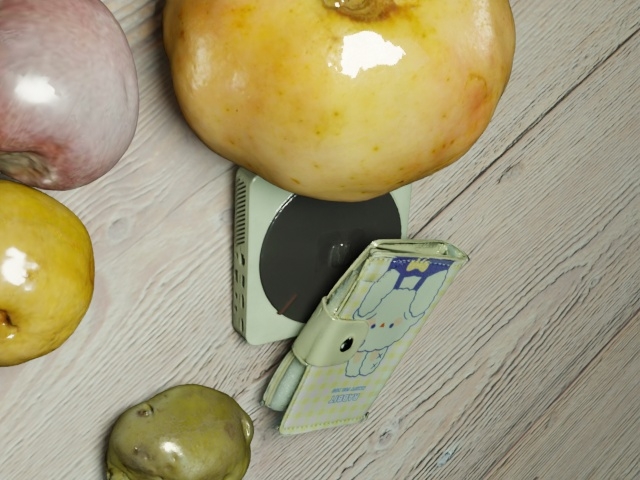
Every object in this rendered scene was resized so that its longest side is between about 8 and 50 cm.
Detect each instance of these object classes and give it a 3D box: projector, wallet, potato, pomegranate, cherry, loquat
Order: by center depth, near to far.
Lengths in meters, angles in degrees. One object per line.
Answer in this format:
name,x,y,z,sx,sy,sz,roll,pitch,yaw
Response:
cherry,-0.294,-0.179,0.988,0.239,0.206,0.240,1,89,-34
loquat,-0.349,0.034,1.036,0.208,0.208,0.208,-10,108,-33
pomegranate,0.027,-0.238,1.128,0.411,0.411,0.412,-10,108,-33
potato,-0.184,0.272,1.256,0.200,0.137,0.155,-14,141,-32
projector,0.000,0.000,1.334,0.259,0.079,0.257,-11,118,-29
wallet,0.061,0.132,1.346,0.223,0.077,0.310,7,121,-46
